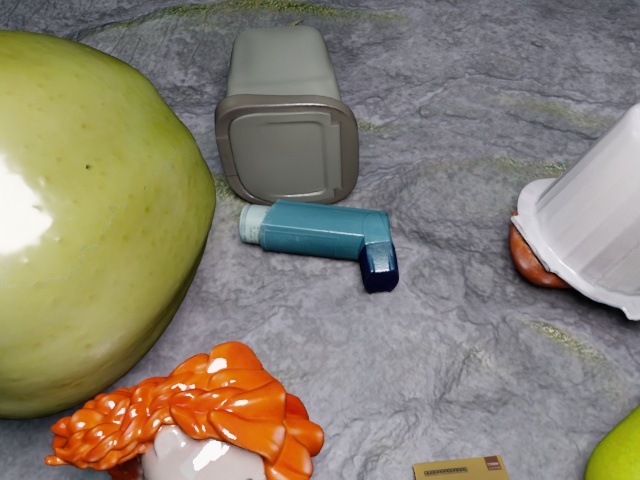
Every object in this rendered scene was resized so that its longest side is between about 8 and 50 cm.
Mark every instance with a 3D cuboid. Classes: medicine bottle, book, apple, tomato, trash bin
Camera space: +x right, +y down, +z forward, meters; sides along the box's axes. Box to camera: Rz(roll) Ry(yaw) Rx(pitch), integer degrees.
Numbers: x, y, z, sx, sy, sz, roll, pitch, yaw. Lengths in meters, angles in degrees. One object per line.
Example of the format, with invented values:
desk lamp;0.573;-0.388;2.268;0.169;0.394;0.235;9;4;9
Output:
medicine bottle;0.000;0.000;0.867;0.258;0.079;0.124;9;61;8
book;0.184;0.338;0.659;0.118;0.012;0.172;-5;35;-1
apple;-0.361;-0.029;0.695;0.472;0.474;0.474;-1;59;2
tomato;0.341;0.016;0.842;0.155;0.069;0.156;13;48;-15
trash bin;-0.058;-0.217;0.929;0.219;0.220;0.250;-4;53;-2

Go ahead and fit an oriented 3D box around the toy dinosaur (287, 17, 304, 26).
toy dinosaur;-0.068;-0.426;1.149;0.113;0.026;0.041;-43;49;-11

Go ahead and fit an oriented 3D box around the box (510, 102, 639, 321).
box;0.449;-0.069;0.775;0.262;0.206;0.291;32;47;3

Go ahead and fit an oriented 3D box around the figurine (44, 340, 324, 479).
figurine;-0.179;0.308;0.590;0.306;0.241;0.412;-4;44;30

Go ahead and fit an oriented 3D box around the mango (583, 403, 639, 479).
mango;0.434;0.278;0.648;0.272;0.149;0.185;-31;61;-20
